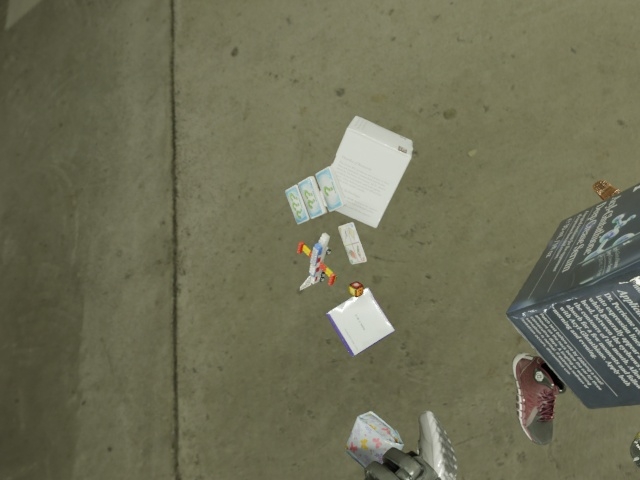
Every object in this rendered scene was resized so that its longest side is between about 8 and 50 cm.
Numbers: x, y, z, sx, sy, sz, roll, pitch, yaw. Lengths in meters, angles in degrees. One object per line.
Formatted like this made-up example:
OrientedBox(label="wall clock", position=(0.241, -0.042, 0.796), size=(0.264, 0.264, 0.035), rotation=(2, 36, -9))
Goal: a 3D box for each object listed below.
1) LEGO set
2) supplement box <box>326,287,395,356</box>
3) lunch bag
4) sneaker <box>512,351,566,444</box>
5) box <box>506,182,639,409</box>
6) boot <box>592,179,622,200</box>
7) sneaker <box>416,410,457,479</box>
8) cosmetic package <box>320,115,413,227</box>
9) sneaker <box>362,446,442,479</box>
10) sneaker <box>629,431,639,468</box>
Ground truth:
OrientedBox(label="LEGO set", position=(0.000, 0.000, 0.895), size=(0.182, 0.060, 0.244), rotation=(-16, 94, 56))
OrientedBox(label="supplement box", position=(0.097, 0.186, 1.095), size=(0.114, 0.220, 0.111), rotation=(-32, 81, 1))
OrientedBox(label="lunch bag", position=(0.091, 0.335, 0.757), size=(0.083, 0.053, 0.071), rotation=(27, 104, 41))
OrientedBox(label="sneaker", position=(0.677, 0.483, 1.400), size=(0.162, 0.106, 0.281), rotation=(148, 113, -69))
OrientedBox(label="box", position=(0.526, 0.042, 0.658), size=(0.212, 0.293, 0.395), rotation=(49, 144, 0))
OrientedBox(label="boot", position=(0.960, -0.130, 1.514), size=(0.059, 0.084, 0.158), rotation=(-39, 27, 24))
OrientedBox(label="sneaker", position=(0.210, 0.482, 0.939), size=(0.115, 0.105, 0.281), rotation=(-19, 39, 25))
OrientedBox(label="cosmetic package", position=(0.103, -0.159, 1.058), size=(0.151, 0.151, 0.184), rotation=(23, 117, 0))
OrientedBox(label="sneaker", position=(0.023, 0.259, 0.457), size=(0.147, 0.295, 0.104), rotation=(-64, 11, -18))
OrientedBox(label="sneaker", position=(0.690, 0.446, 0.882), size=(0.208, 0.094, 0.081), rotation=(48, 115, 17))
